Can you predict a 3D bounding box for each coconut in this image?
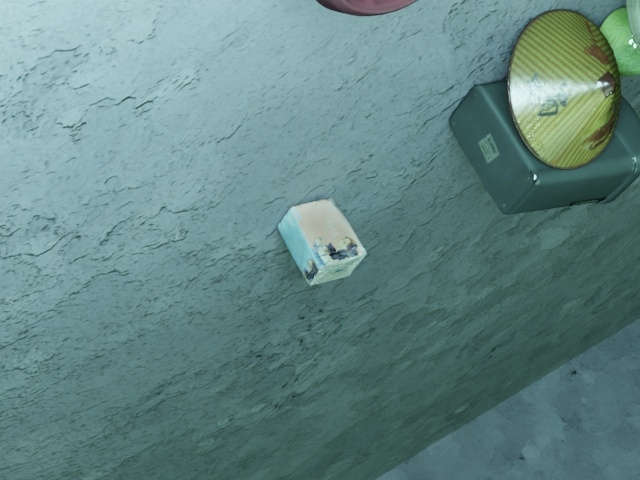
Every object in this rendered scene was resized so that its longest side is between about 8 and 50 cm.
[{"bbox_3d":[0.387,-0.249,1.787,0.087,0.096,0.088,-13,112,-36],"label":"coconut"}]

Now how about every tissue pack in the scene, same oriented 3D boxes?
[{"bbox_3d":[0.000,0.000,1.769,0.074,0.094,0.059,-15,154,-33],"label":"tissue pack"}]

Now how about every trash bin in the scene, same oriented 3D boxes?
[{"bbox_3d":[0.299,-0.128,1.801,0.236,0.177,0.101,-11,154,-37],"label":"trash bin"}]

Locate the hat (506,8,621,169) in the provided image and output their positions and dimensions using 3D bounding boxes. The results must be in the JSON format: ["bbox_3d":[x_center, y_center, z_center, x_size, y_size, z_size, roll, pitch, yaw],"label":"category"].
[{"bbox_3d":[0.314,-0.180,1.668,0.193,0.193,0.082,-18,-168,-34],"label":"hat"}]

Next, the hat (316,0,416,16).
[{"bbox_3d":[0.058,-0.286,1.236,0.205,0.089,0.205,-28,153,-15],"label":"hat"}]

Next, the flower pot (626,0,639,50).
[{"bbox_3d":[0.510,-0.276,1.634,0.244,0.307,0.307,2,143,-31],"label":"flower pot"}]
